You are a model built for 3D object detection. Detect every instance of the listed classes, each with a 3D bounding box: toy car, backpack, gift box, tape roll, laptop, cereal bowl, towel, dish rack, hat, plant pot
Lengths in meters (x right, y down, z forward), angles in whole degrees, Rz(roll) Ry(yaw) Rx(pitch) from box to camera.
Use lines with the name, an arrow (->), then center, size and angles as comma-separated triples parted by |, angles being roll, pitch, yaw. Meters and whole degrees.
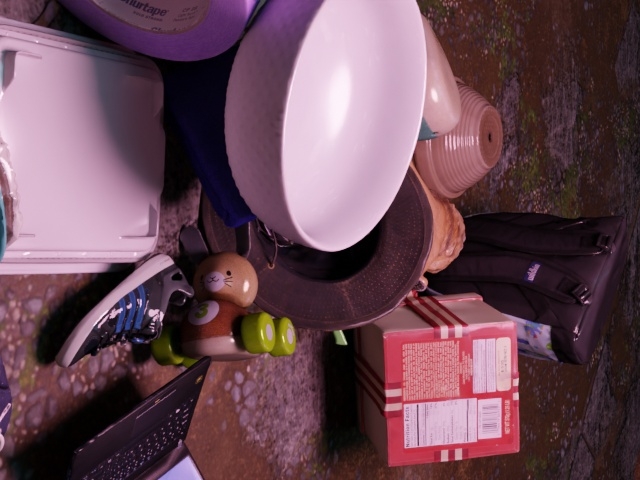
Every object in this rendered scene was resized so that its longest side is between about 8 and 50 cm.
toy car -> -0.131, 0.064, 1.454 | 0.149, 0.155, 0.188 | 25, 57, -69
backpack -> 0.358, 0.078, 2.041 | 0.290, 0.355, 0.273 | -64, 153, -26
gift box -> 0.200, 0.228, 1.835 | 0.258, 0.276, 0.255 | -142, -126, -76
tape roll -> -0.189, -0.324, 1.211 | 0.275, 0.274, 0.090 | 57, 48, -43
laptop -> -0.194, 0.316, 1.354 | 0.234, 0.136, 0.264 | -34, 153, -47
cereal bowl -> -0.009, -0.165, 1.328 | 0.339, 0.141, 0.339 | -34, 131, -51
towel -> -0.050, -0.164, 1.492 | 0.308, 0.076, 0.228 | -26, 84, -29
dish rack -> -0.287, -0.102, 1.268 | 0.333, 0.072, 0.286 | 1, 91, -59
hat -> -0.012, -0.019, 1.599 | 0.134, 0.331, 0.331 | 127, -25, -75
plant pot -> 0.277, -0.197, 2.119 | 0.237, 0.109, 0.237 | -9, 100, -58

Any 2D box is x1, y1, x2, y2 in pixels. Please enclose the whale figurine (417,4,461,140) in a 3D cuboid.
whale figurine -> 0.144, -0.299, 1.908 | 0.216, 0.141, 0.272 | 23, 49, -67

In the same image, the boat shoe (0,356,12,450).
boat shoe -> -0.372, 0.238, 1.098 | 0.158, 0.127, 0.341 | -17, 106, -48

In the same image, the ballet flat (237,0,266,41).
ballet flat -> -0.092, -0.347, 1.515 | 0.348, 0.123, 0.123 | -48, 131, -45

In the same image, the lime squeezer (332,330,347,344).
lime squeezer -> 0.000, 0.000, 1.688 | 0.059, 0.109, 0.310 | 2, 94, -72

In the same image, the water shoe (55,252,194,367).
water shoe -> -0.229, 0.095, 1.333 | 0.080, 0.073, 0.203 | 46, 53, -3

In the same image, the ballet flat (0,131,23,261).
ballet flat -> -0.387, -0.159, 1.050 | 0.147, 0.147, 0.409 | -52, 132, -43

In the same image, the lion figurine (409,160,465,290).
lion figurine -> 0.131, -0.073, 1.868 | 0.240, 0.142, 0.392 | -60, 137, -39
